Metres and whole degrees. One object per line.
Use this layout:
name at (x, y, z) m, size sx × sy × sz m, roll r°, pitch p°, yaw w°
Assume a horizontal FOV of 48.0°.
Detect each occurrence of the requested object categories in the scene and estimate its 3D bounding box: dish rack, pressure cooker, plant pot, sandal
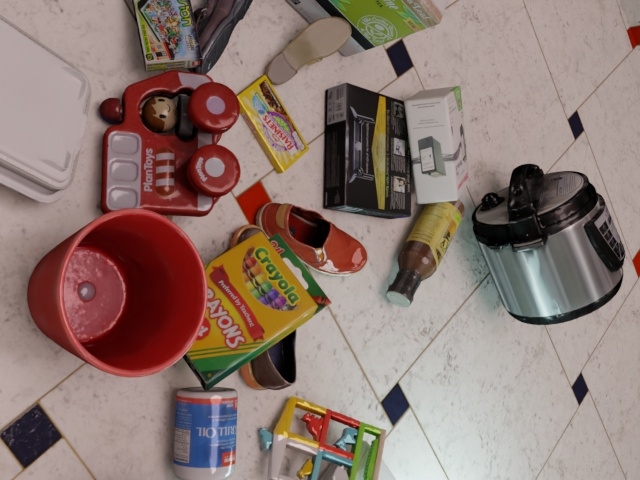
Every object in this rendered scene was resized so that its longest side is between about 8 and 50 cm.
dish rack at (-0.521, -0.244, 1.191) m, size 0.333 × 0.072 × 0.285 m, roll 35°, pitch 49°, yaw -48°
pressure cooker at (0.639, -0.011, 2.075) m, size 0.376 × 0.370 × 0.420 m, roll -30°, pitch 106°, yaw -14°
plant pot at (-0.371, 0.091, 1.252) m, size 0.275 × 0.243 × 0.274 m, roll 4°, pitch 83°, yaw -41°
sandal at (-0.041, -0.453, 1.712) m, size 0.240 × 0.079 × 0.088 m, roll -39°, pitch 110°, yaw -12°

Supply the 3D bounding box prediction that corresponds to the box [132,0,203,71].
box at (-0.309, -0.440, 1.430) m, size 0.114 × 0.036 × 0.206 m, roll -10°, pitch 76°, yaw -16°

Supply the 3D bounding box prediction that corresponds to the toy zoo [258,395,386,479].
toy zoo at (0.000, 0.472, 1.612) m, size 0.293 × 0.030 × 0.192 m, roll 24°, pitch 57°, yaw -13°

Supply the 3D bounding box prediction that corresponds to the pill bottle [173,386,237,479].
pill bottle at (-0.229, 0.408, 1.429) m, size 0.124 × 0.124 × 0.221 m, roll 6°, pitch 83°, yaw -41°

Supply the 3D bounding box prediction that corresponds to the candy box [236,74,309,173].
candy box at (-0.112, -0.267, 1.658) m, size 0.105 × 0.027 × 0.206 m, roll -46°, pitch 115°, yaw -31°

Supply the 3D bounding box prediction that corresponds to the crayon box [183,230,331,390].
crayon box at (-0.153, 0.123, 1.438) m, size 0.319 × 0.081 × 0.202 m, roll -34°, pitch 76°, yaw -21°

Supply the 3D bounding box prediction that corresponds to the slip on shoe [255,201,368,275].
slip on shoe at (0.000, 0.000, 1.684) m, size 0.331 × 0.101 × 0.123 m, roll 28°, pitch 66°, yaw -38°

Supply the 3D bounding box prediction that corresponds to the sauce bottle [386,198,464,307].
sauce bottle at (0.277, 0.025, 1.922) m, size 0.111 × 0.111 × 0.344 m, roll 47°, pitch 59°, yaw -28°

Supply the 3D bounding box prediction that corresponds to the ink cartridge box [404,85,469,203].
ink cartridge box at (0.313, -0.255, 1.903) m, size 0.198 × 0.115 × 0.272 m, roll -43°, pitch 127°, yaw -61°

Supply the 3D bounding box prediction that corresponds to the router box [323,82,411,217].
router box at (0.124, -0.220, 1.825) m, size 0.243 × 0.081 × 0.308 m, roll 8°, pitch 81°, yaw -41°

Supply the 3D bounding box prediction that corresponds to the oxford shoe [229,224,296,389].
oxford shoe at (-0.108, 0.140, 1.549) m, size 0.130 × 0.133 × 0.363 m, roll -9°, pitch 89°, yaw -41°

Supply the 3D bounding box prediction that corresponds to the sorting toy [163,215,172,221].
sorting toy at (-0.334, -0.056, 1.452) m, size 0.083 × 0.012 × 0.062 m, roll 20°, pitch 73°, yaw -39°

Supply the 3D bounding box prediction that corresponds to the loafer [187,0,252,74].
loafer at (-0.229, -0.476, 1.542) m, size 0.095 × 0.109 × 0.302 m, roll 25°, pitch 63°, yaw -1°

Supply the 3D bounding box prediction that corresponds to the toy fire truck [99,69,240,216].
toy fire truck at (-0.301, -0.190, 1.407) m, size 0.254 × 0.169 × 0.302 m, roll 2°, pitch 80°, yaw -23°

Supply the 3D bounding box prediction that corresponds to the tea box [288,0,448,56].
tea box at (0.094, -0.646, 1.677) m, size 0.329 × 0.324 × 0.220 m, roll 36°, pitch 64°, yaw -33°

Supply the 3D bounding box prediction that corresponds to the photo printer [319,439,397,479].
photo printer at (0.105, 0.672, 1.710) m, size 0.256 × 0.107 × 0.307 m, roll -47°, pitch 116°, yaw -34°
